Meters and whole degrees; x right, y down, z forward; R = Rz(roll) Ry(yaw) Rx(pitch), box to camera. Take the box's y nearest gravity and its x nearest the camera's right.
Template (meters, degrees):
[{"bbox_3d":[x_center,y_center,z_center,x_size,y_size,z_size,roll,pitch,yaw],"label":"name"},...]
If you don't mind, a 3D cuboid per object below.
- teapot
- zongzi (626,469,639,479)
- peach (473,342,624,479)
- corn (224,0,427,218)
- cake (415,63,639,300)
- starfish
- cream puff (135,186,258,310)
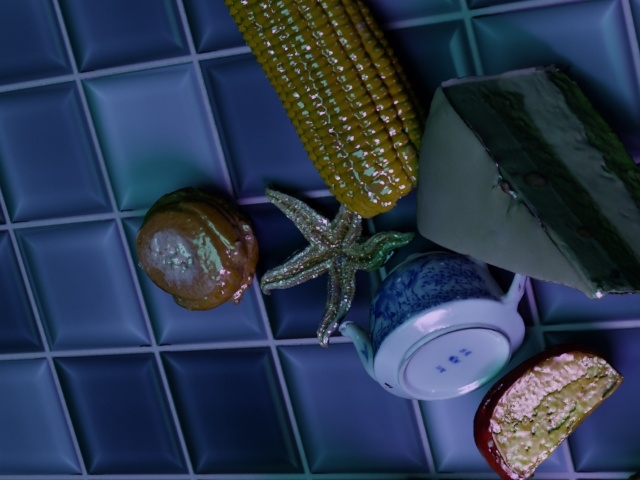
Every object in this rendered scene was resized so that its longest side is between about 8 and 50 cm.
[{"bbox_3d":[0.119,0.068,1.848,0.232,0.159,0.159,-36,89,21],"label":"teapot"},{"bbox_3d":[0.363,0.309,1.757,0.194,0.197,0.099,28,107,14],"label":"zongzi"},{"bbox_3d":[0.221,0.162,1.823,0.092,0.127,0.172,43,121,12],"label":"peach"},{"bbox_3d":[-0.002,-0.190,1.808,0.131,0.131,0.344,-29,93,37],"label":"corn"},{"bbox_3d":[0.214,-0.004,1.677,0.284,0.158,0.172,58,146,35],"label":"cake"},{"bbox_3d":[0.000,0.000,1.937,0.176,0.053,0.208,48,121,13],"label":"starfish"},{"bbox_3d":[-0.130,0.006,1.988,0.144,0.103,0.126,29,117,19],"label":"cream puff"}]
